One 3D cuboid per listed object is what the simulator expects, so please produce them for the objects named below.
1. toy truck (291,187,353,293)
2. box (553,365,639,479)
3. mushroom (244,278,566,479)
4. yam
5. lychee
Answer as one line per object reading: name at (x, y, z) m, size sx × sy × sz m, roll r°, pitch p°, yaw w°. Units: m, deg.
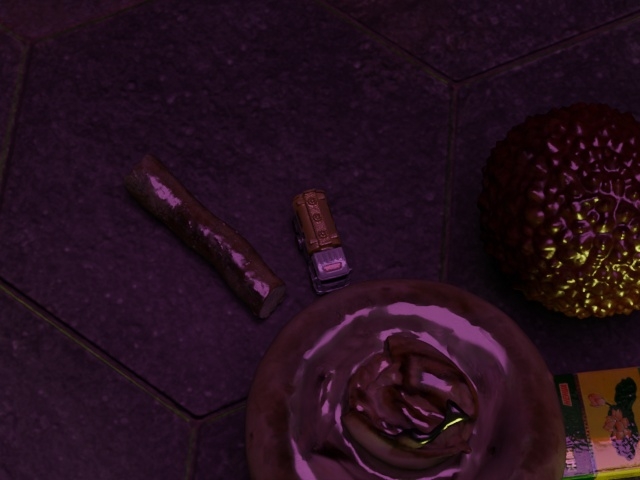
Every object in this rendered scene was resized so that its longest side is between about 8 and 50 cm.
toy truck at (0.000, 0.000, 1.835) m, size 0.052 × 0.063 × 0.123 m, roll -14°, pitch 67°, yaw -10°
box at (0.362, 0.218, 1.773) m, size 0.235 × 0.034 × 0.132 m, roll -6°, pitch 67°, yaw -6°
mushroom at (0.095, 0.201, 1.623) m, size 0.362 × 0.294 × 0.362 m, roll 0°, pitch 65°, yaw -1°
yam at (-0.141, -0.007, 1.833) m, size 0.253 × 0.061 × 0.061 m, roll 43°, pitch 70°, yaw 14°
lychee at (0.318, -0.038, 1.773) m, size 0.264 × 0.300 × 0.264 m, roll -4°, pitch 110°, yaw -12°
